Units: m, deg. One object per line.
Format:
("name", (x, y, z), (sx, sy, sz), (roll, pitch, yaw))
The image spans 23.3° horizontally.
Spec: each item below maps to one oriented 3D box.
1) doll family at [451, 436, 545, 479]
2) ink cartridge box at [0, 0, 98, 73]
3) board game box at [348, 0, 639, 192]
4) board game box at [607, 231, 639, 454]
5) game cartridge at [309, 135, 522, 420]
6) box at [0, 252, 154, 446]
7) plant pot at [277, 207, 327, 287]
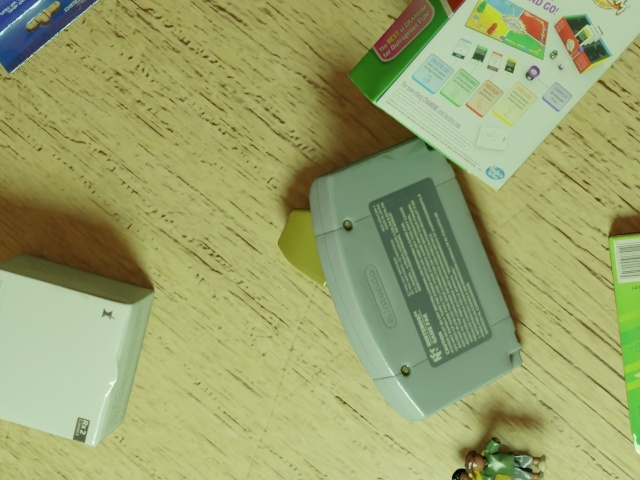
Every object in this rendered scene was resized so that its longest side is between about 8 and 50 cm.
("doll family", (0.200, 0.317, 1.830), (0.111, 0.076, 0.193), (5, 101, 3))
("ink cartridge box", (-0.421, -0.375, 1.843), (0.165, 0.065, 0.332), (-39, 91, 10))
("board game box", (0.218, -0.230, 1.690), (0.316, 0.242, 0.064), (-48, 44, 10))
("board game box", (0.410, 0.116, 1.793), (0.124, 0.039, 0.259), (-7, 93, 10))
("game cartridge", (0.104, 0.042, 1.763), (0.198, 0.062, 0.297), (-23, 93, -28))
("box", (-0.315, 0.128, 1.858), (0.182, 0.119, 0.181), (16, 98, 6))
("plant pot", (0.000, 0.000, 1.820), (0.083, 0.081, 0.081), (27, 100, 20))
